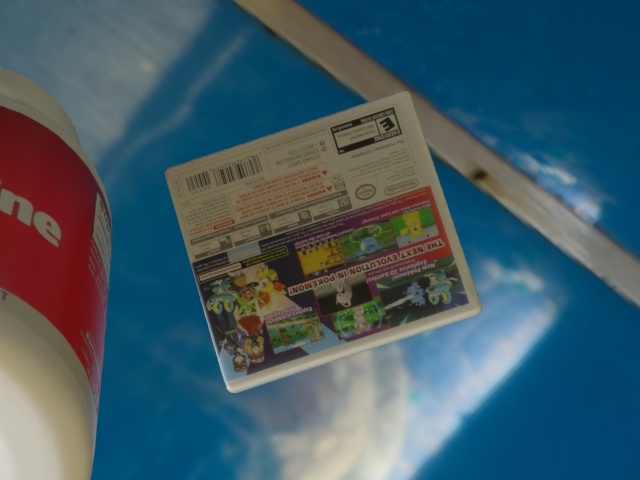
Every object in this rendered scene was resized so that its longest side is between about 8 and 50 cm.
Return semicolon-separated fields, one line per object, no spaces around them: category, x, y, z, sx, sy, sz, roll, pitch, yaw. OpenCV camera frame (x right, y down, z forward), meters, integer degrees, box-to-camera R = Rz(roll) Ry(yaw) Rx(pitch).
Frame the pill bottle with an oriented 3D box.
pill bottle;-0.263;0.034;1.005;0.229;0.407;0.229;-3;-60;-4

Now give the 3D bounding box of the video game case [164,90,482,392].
video game case;0.000;0.000;1.105;0.201;0.183;0.023;-18;-13;2
